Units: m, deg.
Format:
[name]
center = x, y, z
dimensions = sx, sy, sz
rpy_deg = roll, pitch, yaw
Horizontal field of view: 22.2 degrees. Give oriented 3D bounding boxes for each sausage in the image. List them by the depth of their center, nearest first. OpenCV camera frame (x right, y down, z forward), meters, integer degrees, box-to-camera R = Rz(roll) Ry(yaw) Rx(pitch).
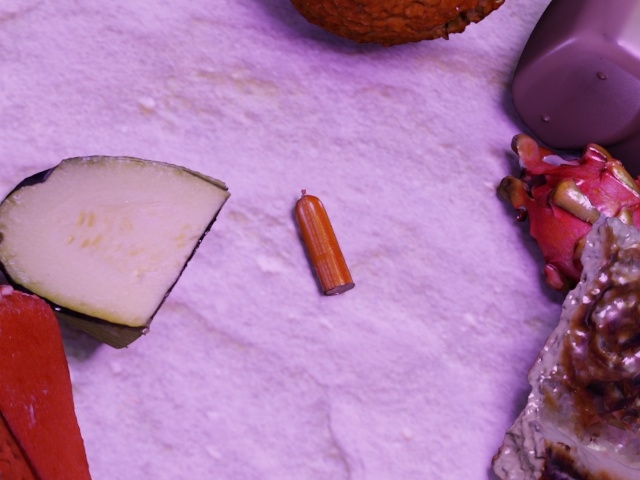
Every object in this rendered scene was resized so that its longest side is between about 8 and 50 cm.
[sausage]
center = 0.000, 0.000, 1.520
dimensions = 0.031, 0.031, 0.107
rpy_deg = -9, 67, -31

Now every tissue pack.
[tissue pack]
center = 0.416, -0.156, 1.667
dimensions = 0.387, 0.267, 0.277
rpy_deg = 38, 68, -5

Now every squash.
[squash]
center = -0.188, 0.014, 1.400
dimensions = 0.184, 0.085, 0.192
rpy_deg = 16, 48, 17

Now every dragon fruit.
[dragon fruit]
center = 0.255, -0.030, 1.618
dimensions = 0.150, 0.133, 0.208
rpy_deg = 8, 38, -54

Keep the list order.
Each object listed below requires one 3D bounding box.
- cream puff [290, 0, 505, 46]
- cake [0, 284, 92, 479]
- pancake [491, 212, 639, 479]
[cream puff]
center = 0.054, -0.315, 1.624
dimensions = 0.303, 0.212, 0.303
rpy_deg = 16, 47, -18
[cake]
center = -0.249, 0.168, 1.232
dimensions = 0.262, 0.158, 0.159
rpy_deg = 63, 19, -12
[pancake]
center = 0.375, 0.139, 1.513
dimensions = 0.427, 0.067, 0.305
rpy_deg = 6, 98, -17
